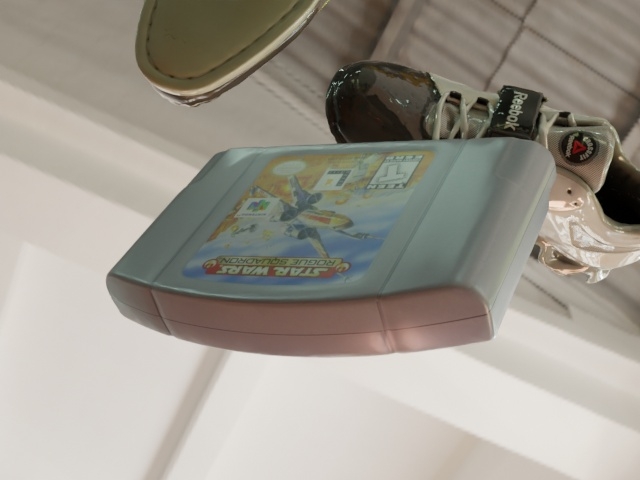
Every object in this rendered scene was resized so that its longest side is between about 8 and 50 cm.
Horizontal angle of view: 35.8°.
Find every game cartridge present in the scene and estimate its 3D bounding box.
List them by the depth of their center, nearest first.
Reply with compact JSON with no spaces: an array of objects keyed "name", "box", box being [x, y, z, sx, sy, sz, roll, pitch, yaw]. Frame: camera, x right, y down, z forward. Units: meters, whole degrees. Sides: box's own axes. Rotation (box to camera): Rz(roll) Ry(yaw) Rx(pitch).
[{"name":"game cartridge","box":[0.000,0.000,0.708,0.297,0.198,0.062,0,-58,29]}]

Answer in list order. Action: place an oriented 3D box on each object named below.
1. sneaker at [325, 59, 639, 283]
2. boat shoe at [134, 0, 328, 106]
[{"name":"sneaker","box":[0.167,-0.078,0.835,0.330,0.123,0.146,23,-24,-18]},{"name":"boat shoe","box":[-0.024,-0.157,0.562,0.081,0.228,0.069,30,-22,8]}]
